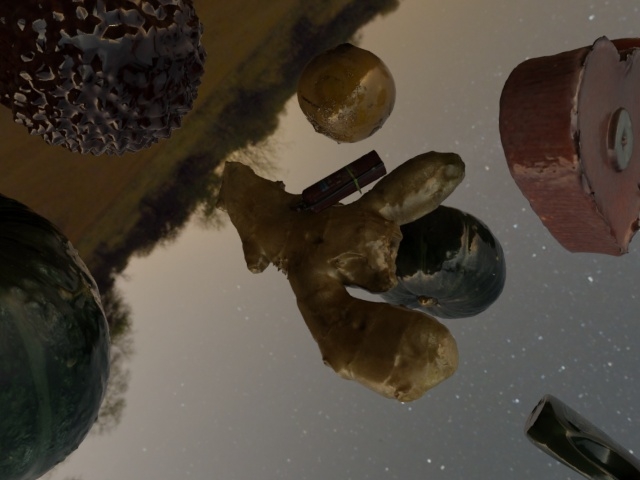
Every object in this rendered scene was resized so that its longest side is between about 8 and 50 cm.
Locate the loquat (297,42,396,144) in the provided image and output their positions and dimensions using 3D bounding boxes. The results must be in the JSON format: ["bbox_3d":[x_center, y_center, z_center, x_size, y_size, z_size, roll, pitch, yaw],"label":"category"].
[{"bbox_3d":[0.062,-0.345,1.362,0.235,0.235,0.235,-43,-166,13],"label":"loquat"}]

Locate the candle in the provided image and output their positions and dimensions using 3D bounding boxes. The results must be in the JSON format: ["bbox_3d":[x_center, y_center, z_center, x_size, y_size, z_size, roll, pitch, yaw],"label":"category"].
[{"bbox_3d":[0.365,-0.122,0.797,0.317,0.287,0.131,-20,-166,-40],"label":"candle"}]

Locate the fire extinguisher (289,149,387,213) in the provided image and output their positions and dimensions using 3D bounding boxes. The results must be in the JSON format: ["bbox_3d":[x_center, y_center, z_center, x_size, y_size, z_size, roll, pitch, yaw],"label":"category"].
[{"bbox_3d":[0.021,-0.067,0.740,0.132,0.039,0.056,-30,-162,0],"label":"fire extinguisher"}]

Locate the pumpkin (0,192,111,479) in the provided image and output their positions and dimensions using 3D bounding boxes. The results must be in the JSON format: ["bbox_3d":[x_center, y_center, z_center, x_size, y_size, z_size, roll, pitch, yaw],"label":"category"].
[{"bbox_3d":[-0.299,0.081,0.514,0.197,0.293,0.263,0,127,-44],"label":"pumpkin"}]

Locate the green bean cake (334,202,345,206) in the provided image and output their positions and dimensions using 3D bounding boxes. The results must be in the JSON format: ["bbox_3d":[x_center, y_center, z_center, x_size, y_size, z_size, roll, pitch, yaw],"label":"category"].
[{"bbox_3d":[0.000,0.000,1.656,0.229,0.224,0.131,-43,154,-11],"label":"green bean cake"}]

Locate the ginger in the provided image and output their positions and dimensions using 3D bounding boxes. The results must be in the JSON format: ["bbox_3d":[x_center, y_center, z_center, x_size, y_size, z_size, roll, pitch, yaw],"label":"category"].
[{"bbox_3d":[0.011,0.028,0.765,0.348,0.122,0.363,-1,-118,17],"label":"ginger"}]

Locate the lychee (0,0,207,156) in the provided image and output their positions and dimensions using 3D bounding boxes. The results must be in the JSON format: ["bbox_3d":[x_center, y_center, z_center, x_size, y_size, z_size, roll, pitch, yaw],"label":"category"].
[{"bbox_3d":[-0.315,-0.274,0.803,0.330,0.306,0.306,-56,-174,34],"label":"lychee"}]

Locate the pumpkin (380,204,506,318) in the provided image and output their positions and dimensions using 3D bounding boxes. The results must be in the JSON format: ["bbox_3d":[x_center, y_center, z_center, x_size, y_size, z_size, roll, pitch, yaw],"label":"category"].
[{"bbox_3d":[0.241,0.044,1.215,0.300,0.300,0.207,-28,-138,51],"label":"pumpkin"}]

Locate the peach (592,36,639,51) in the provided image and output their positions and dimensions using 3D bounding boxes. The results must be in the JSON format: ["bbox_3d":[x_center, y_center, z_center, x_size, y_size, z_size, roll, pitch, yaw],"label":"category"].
[{"bbox_3d":[0.689,-0.283,1.311,0.370,0.370,0.370,-43,-166,13],"label":"peach"}]

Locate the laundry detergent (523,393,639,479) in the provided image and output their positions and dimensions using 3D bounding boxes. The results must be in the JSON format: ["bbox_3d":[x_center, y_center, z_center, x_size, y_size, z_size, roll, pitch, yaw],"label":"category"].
[{"bbox_3d":[0.376,0.297,0.763,0.063,0.211,0.137,-58,159,11],"label":"laundry detergent"}]
